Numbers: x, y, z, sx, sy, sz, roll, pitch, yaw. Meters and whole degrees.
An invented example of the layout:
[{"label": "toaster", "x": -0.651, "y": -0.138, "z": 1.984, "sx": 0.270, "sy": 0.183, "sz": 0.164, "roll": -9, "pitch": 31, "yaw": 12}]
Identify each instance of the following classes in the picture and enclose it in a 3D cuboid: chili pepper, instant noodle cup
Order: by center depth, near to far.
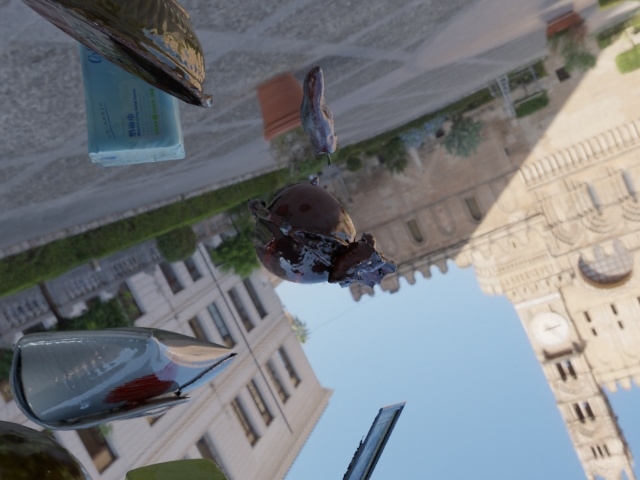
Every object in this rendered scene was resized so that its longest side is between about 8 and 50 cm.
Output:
[{"label": "instant noodle cup", "x": -0.238, "y": -0.272, "z": 0.747, "sx": 0.091, "sy": 0.274, "sz": 0.274, "roll": -60, "pitch": -173, "yaw": 0}, {"label": "chili pepper", "x": -0.004, "y": -0.155, "z": 0.763, "sx": 0.041, "sy": 0.050, "sz": 0.153, "roll": -39, "pitch": 147, "yaw": -15}]

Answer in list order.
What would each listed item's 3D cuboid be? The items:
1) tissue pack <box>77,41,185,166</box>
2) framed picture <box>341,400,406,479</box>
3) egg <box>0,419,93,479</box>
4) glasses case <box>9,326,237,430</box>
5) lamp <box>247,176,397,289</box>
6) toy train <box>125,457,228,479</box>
[{"label": "tissue pack", "x": -0.366, "y": -0.285, "z": 1.174, "sx": 0.177, "sy": 0.263, "sz": 0.089, "roll": -7, "pitch": 168, "yaw": -12}, {"label": "framed picture", "x": 0.060, "y": 0.313, "z": 0.844, "sx": 0.199, "sy": 0.010, "sz": 0.195, "roll": -63, "pitch": 160, "yaw": -3}, {"label": "egg", "x": -0.347, "y": 0.290, "z": 0.582, "sx": 0.289, "sy": 0.238, "sz": 0.238, "roll": 21, "pitch": -154, "yaw": 20}, {"label": "glasses case", "x": -0.180, "y": 0.142, "z": 0.636, "sx": 0.128, "sy": 0.083, "sz": 0.308, "roll": -13, "pitch": 166, "yaw": 5}, {"label": "lamp", "x": -0.010, "y": 0.007, "z": 0.927, "sx": 0.151, "sy": 0.223, "sz": 0.215, "roll": -43, "pitch": 172, "yaw": 11}, {"label": "toy train", "x": -0.146, "y": 0.463, "z": 0.677, "sx": 0.150, "sy": 0.369, "sz": 0.237, "roll": 2, "pitch": -174, "yaw": -30}]
